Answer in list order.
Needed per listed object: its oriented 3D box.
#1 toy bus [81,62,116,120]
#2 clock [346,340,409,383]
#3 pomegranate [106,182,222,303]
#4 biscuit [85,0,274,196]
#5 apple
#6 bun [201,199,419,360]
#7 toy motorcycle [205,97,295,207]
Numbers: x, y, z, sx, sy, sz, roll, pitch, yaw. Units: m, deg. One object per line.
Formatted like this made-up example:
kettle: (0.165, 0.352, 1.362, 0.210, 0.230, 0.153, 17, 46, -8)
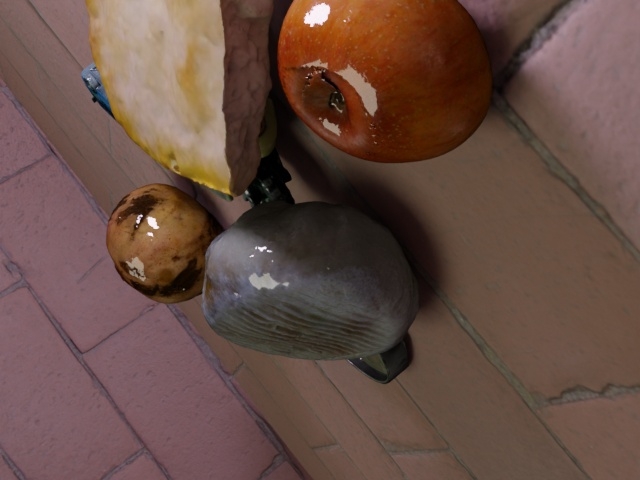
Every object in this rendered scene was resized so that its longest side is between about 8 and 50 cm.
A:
toy bus: (-0.422, -0.312, 1.598, 0.246, 0.113, 0.134, 41, 161, 24)
clock: (0.057, 0.165, 1.394, 0.280, 0.055, 0.280, 43, 162, 18)
pomegranate: (-0.398, 0.011, 1.821, 0.322, 0.322, 0.322, 43, 156, 25)
biscuit: (-0.195, -0.292, 0.935, 0.446, 0.104, 0.429, 20, 121, 48)
apple: (0.061, -0.180, 0.749, 0.235, 0.173, 0.210, 33, 151, 38)
bun: (-0.019, 0.064, 1.131, 0.362, 0.362, 0.211, 101, 172, -61)
toy motorcycle: (-0.188, -0.200, 1.223, 0.410, 0.169, 0.237, 40, 153, 30)
